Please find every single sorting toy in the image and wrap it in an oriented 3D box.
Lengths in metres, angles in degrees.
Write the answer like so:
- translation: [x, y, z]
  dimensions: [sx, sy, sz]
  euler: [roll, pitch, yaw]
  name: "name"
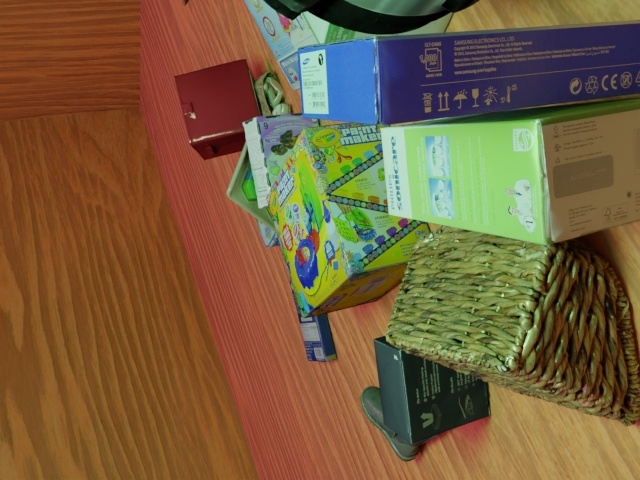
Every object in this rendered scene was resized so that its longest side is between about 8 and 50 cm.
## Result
- translation: [-0.116, -0.136, 1.480]
  dimensions: [0.038, 0.208, 0.193]
  euler: [-4, 58, 38]
  name: "sorting toy"

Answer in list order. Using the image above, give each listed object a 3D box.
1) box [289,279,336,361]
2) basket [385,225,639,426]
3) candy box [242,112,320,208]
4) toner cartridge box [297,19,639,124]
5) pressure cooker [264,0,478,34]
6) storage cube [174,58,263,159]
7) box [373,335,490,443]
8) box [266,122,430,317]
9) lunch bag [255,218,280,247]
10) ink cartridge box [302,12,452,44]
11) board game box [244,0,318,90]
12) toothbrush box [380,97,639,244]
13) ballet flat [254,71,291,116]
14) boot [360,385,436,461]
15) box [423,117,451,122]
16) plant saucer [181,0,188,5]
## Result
- translation: [-0.022, 0.204, 1.679]
  dimensions: [0.136, 0.036, 0.225]
  euler: [-21, 83, 67]
  name: "box"
- translation: [0.270, 0.092, 0.872]
  dimensions: [0.299, 0.223, 0.214]
  euler: [-4, 64, 67]
  name: "basket"
- translation: [-0.071, -0.181, 1.434]
  dimensions: [0.070, 0.164, 0.196]
  euler: [-5, 97, 56]
  name: "candy box"
- translation: [0.167, -0.175, 0.651]
  dimensions: [0.165, 0.347, 0.075]
  euler: [-152, 54, -61]
  name: "toner cartridge box"
- translation: [0.087, -0.442, 0.686]
  dimensions: [0.420, 0.369, 0.376]
  euler: [-32, 68, 62]
  name: "pressure cooker"
- translation: [-0.255, -0.343, 1.690]
  dimensions: [0.184, 0.193, 0.215]
  euler: [72, -176, -84]
  name: "storage cube"
- translation: [0.183, 0.225, 1.054]
  dimensions: [0.093, 0.158, 0.156]
  euler: [-168, 69, -66]
  name: "box"
- translation: [0.044, -0.034, 1.233]
  dimensions: [0.290, 0.177, 0.279]
  euler: [129, 127, -61]
  name: "box"
- translation: [-0.110, -0.089, 1.674]
  dimensions: [0.219, 0.090, 0.176]
  euler: [121, 133, -59]
  name: "lunch bag"
- translation: [0.076, -0.376, 0.945]
  dimensions: [0.093, 0.212, 0.154]
  euler: [107, 143, -55]
  name: "ink cartridge box"
- translation: [-0.036, -0.455, 1.192]
  dimensions: [0.302, 0.086, 0.308]
  euler: [60, 161, -16]
  name: "board game box"
- translation: [0.229, -0.088, 0.731]
  dimensions: [0.283, 0.206, 0.122]
  euler: [-164, 65, -65]
  name: "toothbrush box"
- translation: [-0.112, -0.335, 1.593]
  dimensions: [0.067, 0.073, 0.206]
  euler: [-44, 63, 47]
  name: "ballet flat"
- translation: [0.162, 0.326, 1.261]
  dimensions: [0.190, 0.076, 0.209]
  euler: [48, 152, 27]
  name: "boot"
- translation: [0.213, -0.134, 0.964]
  dimensions: [0.145, 0.038, 0.186]
  euler: [-170, 71, -66]
  name: "box"
- translation: [-0.319, -0.662, 1.329]
  dimensions: [0.258, 0.047, 0.259]
  euler: [161, 85, -80]
  name: "plant saucer"
